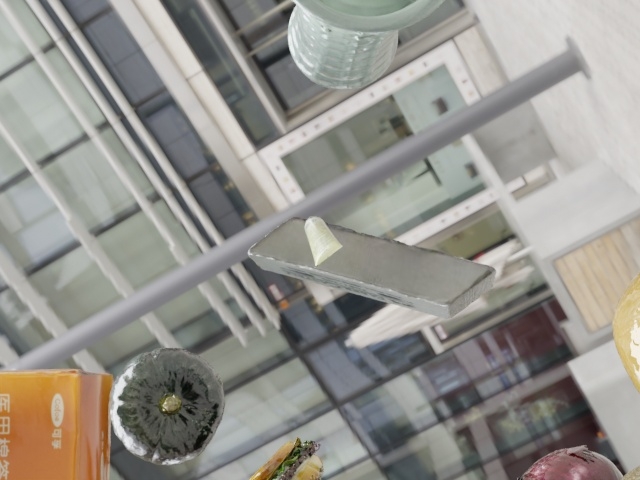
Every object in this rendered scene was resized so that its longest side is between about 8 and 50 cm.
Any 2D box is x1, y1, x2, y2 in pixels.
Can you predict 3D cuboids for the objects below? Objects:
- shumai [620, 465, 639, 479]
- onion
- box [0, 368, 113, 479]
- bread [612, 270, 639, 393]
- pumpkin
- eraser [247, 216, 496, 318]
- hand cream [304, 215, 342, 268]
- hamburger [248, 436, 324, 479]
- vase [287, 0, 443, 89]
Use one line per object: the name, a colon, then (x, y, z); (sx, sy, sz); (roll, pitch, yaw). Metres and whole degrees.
shumai: (0.399, 0.396, 1.084); (0.153, 0.209, 0.161); (35, 157, 11)
onion: (0.437, 0.520, 1.554); (0.232, 0.314, 0.314); (4, 139, 46)
box: (-0.445, 0.282, 1.123); (0.143, 0.342, 0.224); (56, -148, -80)
bread: (0.502, 0.062, 0.827); (0.348, 0.376, 0.253); (36, -149, -23)
pumpkin: (-0.275, 0.298, 1.567); (0.211, 0.212, 0.152); (61, 178, 1)
eraser: (0.074, 0.041, 1.272); (0.111, 0.353, 0.077); (62, -136, -70)
hand cream: (0.000, 0.000, 0.879); (0.022, 0.035, 0.102); (51, -175, -23)
hamburger: (-0.066, 0.429, 1.531); (0.093, 0.189, 0.164); (44, 174, 10)
vase: (0.027, -0.209, 0.747); (0.143, 0.143, 0.299); (61, 178, 1)
